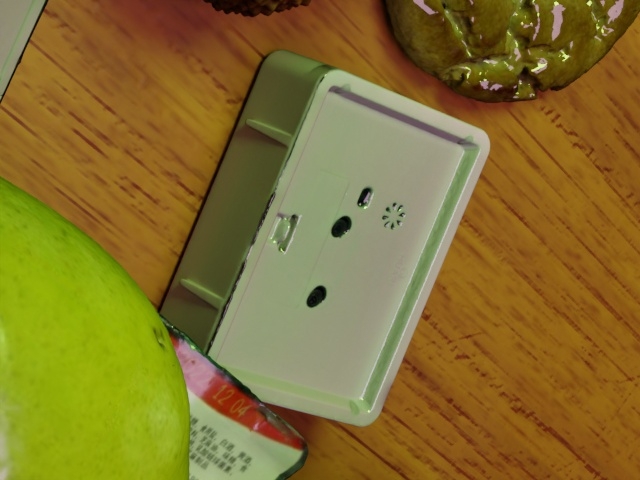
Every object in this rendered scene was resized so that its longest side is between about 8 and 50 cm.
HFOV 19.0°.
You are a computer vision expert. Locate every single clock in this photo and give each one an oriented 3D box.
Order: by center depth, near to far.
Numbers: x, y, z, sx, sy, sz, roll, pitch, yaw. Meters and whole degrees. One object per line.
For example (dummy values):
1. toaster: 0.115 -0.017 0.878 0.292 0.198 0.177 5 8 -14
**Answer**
1. clock: 0.000 0.000 1.139 0.150 0.063 0.197 18 96 -41

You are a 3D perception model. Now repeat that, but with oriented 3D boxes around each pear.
1. pear: -0.203 0.074 0.886 0.253 0.253 0.307 -48 128 -12

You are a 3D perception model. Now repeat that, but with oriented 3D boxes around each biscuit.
1. biscuit: 0.134 -0.189 1.180 0.226 0.042 0.226 -15 117 -31

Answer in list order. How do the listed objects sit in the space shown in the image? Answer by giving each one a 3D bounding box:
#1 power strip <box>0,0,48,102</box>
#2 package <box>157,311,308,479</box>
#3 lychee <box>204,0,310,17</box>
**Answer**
1. power strip: -0.174 -0.145 0.904 0.109 0.037 0.279 6 126 -38
2. package: -0.129 0.159 1.073 0.232 0.040 0.166 -49 126 -3
3. lychee: -0.034 -0.182 1.000 0.123 0.123 0.129 -56 157 -5
